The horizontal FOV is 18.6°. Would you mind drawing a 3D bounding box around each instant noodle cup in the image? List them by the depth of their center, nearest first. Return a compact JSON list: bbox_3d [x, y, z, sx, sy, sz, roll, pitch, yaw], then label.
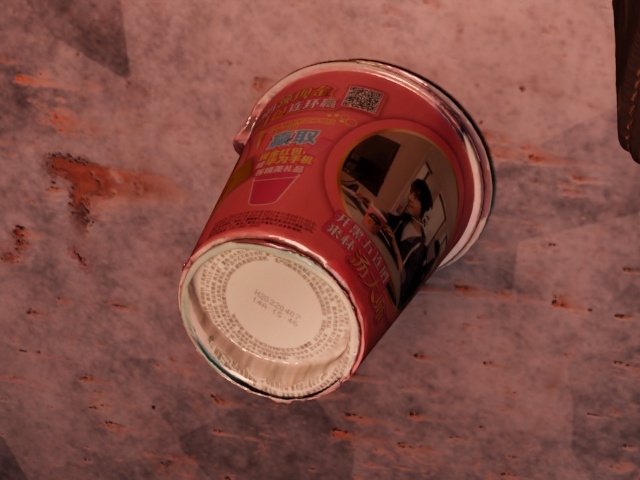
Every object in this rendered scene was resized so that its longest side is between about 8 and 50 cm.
[{"bbox_3d":[0.000,0.000,1.667,0.244,0.255,0.244,11,124,17],"label":"instant noodle cup"}]

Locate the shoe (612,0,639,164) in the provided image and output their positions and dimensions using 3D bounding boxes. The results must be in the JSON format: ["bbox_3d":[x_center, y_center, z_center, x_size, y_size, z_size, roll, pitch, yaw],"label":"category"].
[{"bbox_3d":[0.336,-0.168,1.423,0.237,0.171,0.384,-1,162,4],"label":"shoe"}]
